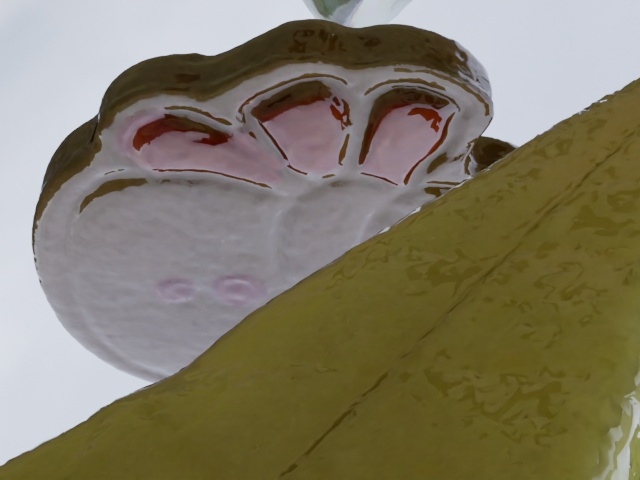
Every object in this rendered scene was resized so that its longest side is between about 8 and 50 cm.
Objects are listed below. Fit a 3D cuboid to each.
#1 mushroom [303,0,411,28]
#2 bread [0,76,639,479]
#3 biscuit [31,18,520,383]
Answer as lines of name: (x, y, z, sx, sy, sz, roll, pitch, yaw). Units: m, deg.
mushroom: (0.040, -0.312, 1.559, 0.189, 0.164, 0.267, -40, 179, 15)
bread: (0.036, 0.066, 0.435, 0.163, 0.168, 0.264, 2, -145, 27)
biscuit: (0.000, 0.000, 1.022, 0.381, 0.359, 0.074, -1, -128, 4)
